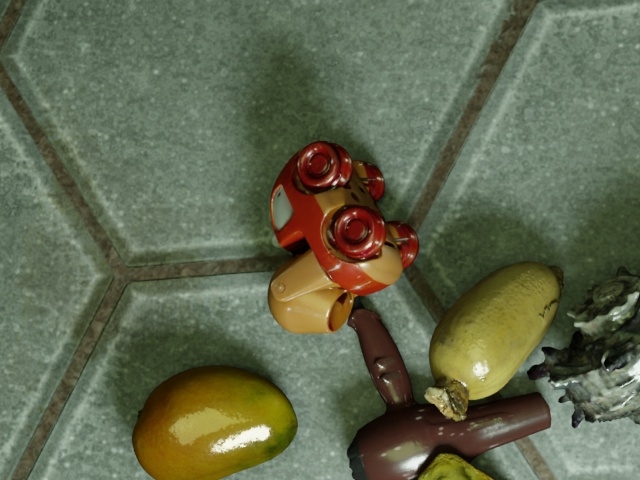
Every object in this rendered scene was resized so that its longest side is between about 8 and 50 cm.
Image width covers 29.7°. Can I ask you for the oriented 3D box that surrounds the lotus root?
[{"bbox_3d":[0.248,0.131,1.768,0.130,0.146,0.303,34,61,19],"label":"lotus root"}]

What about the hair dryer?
[{"bbox_3d":[0.153,0.196,1.850,0.312,0.123,0.341,-21,71,-2],"label":"hair dryer"}]

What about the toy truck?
[{"bbox_3d":[0.000,0.000,1.831,0.239,0.189,0.265,-33,68,17],"label":"toy truck"}]

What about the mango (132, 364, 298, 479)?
[{"bbox_3d":[-0.170,0.280,1.872,0.254,0.139,0.176,-21,94,1],"label":"mango"}]

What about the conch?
[{"bbox_3d":[0.422,0.143,1.717,0.186,0.313,0.241,19,46,-12],"label":"conch"}]

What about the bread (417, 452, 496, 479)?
[{"bbox_3d":[0.219,0.422,1.769,0.233,0.088,0.161,36,89,-19],"label":"bread"}]
